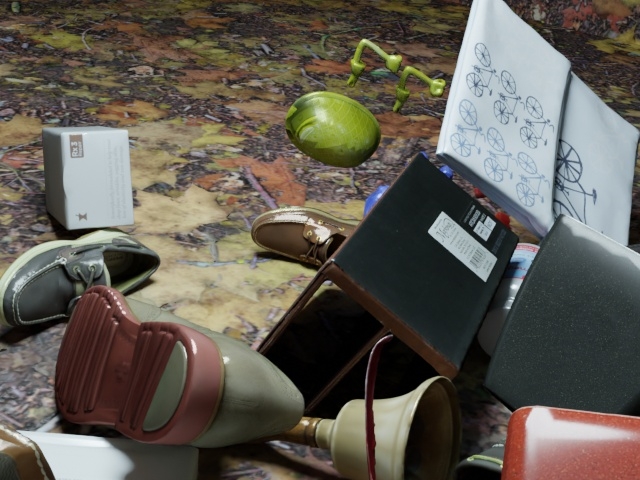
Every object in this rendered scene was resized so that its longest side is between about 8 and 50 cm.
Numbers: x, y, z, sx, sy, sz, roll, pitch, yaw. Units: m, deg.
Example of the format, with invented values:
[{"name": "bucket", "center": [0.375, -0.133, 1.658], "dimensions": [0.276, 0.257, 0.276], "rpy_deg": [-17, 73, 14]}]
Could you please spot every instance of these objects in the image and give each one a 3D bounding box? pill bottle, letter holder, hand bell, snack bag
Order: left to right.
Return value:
[{"name": "hand bell", "center": [-0.011, 0.168, 0.917], "dimensions": [0.242, 0.126, 0.126], "rpy_deg": [3, 20, 29]}, {"name": "letter holder", "center": [0.057, 0.076, 1.079], "dimensions": [0.152, 0.214, 0.302], "rpy_deg": [40, 31, 0]}, {"name": "pill bottle", "center": [0.219, 0.070, 1.165], "dimensions": [0.087, 0.087, 0.160], "rpy_deg": [11, 25, 13]}, {"name": "snack bag", "center": [0.293, -0.122, 1.311], "dimensions": [0.343, 0.037, 0.323], "rpy_deg": [37, 47, -22]}]

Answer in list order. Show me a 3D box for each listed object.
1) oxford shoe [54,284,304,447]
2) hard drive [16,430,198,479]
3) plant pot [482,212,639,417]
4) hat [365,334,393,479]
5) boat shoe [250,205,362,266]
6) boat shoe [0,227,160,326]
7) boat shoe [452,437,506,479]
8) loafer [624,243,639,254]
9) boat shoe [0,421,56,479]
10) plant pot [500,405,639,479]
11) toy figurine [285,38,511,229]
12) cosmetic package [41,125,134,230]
[{"name": "oxford shoe", "center": [-0.141, 0.123, 0.932], "dimensions": [0.130, 0.123, 0.348], "rpy_deg": [19, -2, -31]}, {"name": "hard drive", "center": [-0.207, 0.242, 0.750], "dimensions": [0.203, 0.040, 0.307], "rpy_deg": [5, 24, -1]}, {"name": "plant pot", "center": [0.259, 0.119, 0.917], "dimensions": [0.187, 0.167, 0.188], "rpy_deg": [38, -3, 46]}, {"name": "hat", "center": [0.011, 0.204, 0.702], "dimensions": [0.173, 0.183, 0.208], "rpy_deg": [-7, 26, -24]}, {"name": "boat shoe", "center": [0.000, 0.000, 1.307], "dimensions": [0.178, 0.064, 0.060], "rpy_deg": [9, 25, -2]}, {"name": "boat shoe", "center": [-0.260, 0.039, 1.148], "dimensions": [0.073, 0.080, 0.223], "rpy_deg": [11, 20, 25]}, {"name": "boat shoe", "center": [0.195, 0.229, 0.819], "dimensions": [0.069, 0.081, 0.228], "rpy_deg": [-12, 22, -28]}, {"name": "loafer", "center": [0.378, 0.073, 1.189], "dimensions": [0.366, 0.130, 0.134], "rpy_deg": [-6, -10, -42]}, {"name": "boat shoe", "center": [-0.306, 0.141, 0.771], "dimensions": [0.324, 0.122, 0.120], "rpy_deg": [2, 25, 35]}, {"name": "plant pot", "center": [0.209, 0.269, 0.500], "dimensions": [0.267, 0.267, 0.235], "rpy_deg": [3, 38, 24]}, {"name": "toy figurine", "center": [0.141, -0.049, 1.262], "dimensions": [0.363, 0.191, 0.217], "rpy_deg": [28, 37, -28]}, {"name": "cosmetic package", "center": [-0.293, -0.083, 1.302], "dimensions": [0.086, 0.117, 0.231], "rpy_deg": [-5, 10, -21]}]
